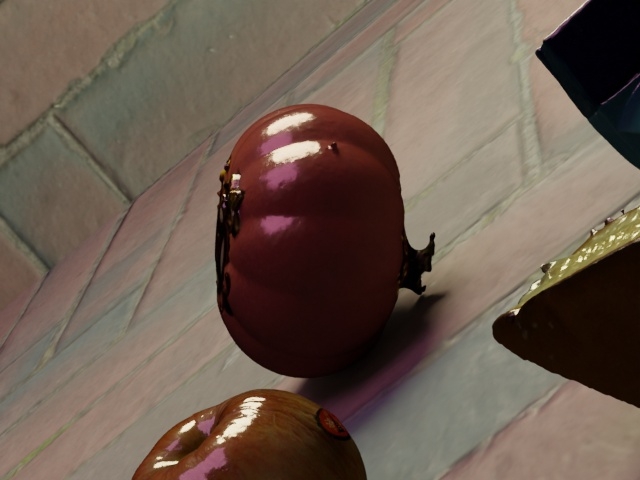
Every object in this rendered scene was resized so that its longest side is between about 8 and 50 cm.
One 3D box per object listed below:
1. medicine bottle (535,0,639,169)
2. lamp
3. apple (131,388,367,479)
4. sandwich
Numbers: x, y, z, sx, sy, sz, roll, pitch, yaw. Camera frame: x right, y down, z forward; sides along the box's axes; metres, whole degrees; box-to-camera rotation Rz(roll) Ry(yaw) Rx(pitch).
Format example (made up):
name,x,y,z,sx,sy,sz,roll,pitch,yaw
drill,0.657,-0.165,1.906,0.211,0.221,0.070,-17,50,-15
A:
name,x,y,z,sx,sy,sz,roll,pitch,yaw
medicine bottle,0.198,-0.071,0.859,0.079,0.124,0.258,-40,14,-4
lamp,0.000,0.000,1.172,0.182,0.140,0.182,-178,90,-79
apple,-0.038,0.138,0.917,0.126,0.102,0.126,-34,13,9
sandwich,0.181,0.010,0.719,0.090,0.088,0.244,-40,5,-39
